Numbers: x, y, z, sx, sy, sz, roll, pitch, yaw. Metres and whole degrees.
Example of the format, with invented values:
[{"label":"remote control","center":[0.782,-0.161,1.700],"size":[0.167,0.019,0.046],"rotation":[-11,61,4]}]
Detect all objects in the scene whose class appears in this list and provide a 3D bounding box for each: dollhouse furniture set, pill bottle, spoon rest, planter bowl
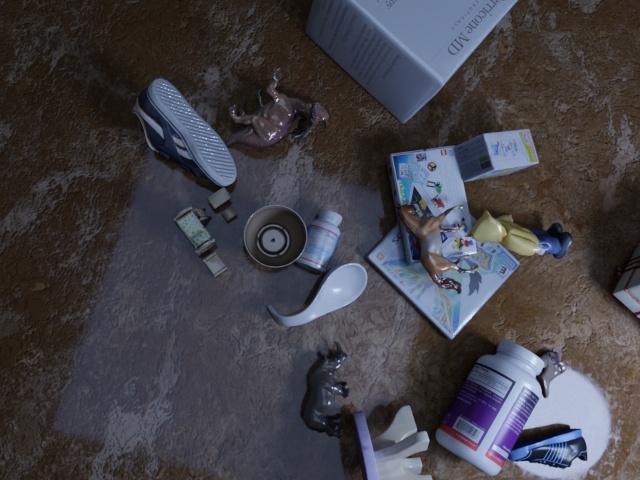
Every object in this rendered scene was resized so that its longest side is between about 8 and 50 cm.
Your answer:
[{"label":"dollhouse furniture set","center":[-0.265,-0.025,1.563],"size":[0.161,0.101,0.181],"rotation":[-36,89,-10]},{"label":"pill bottle","center":[0.000,0.000,1.604],"size":[0.087,0.087,0.160],"rotation":[23,80,-5]},{"label":"spoon rest","center":[0.002,0.150,1.578],"size":[0.277,0.084,0.137],"rotation":[-27,131,-6]},{"label":"planter bowl","center":[-0.121,-0.006,1.577],"size":[0.162,0.109,0.161],"rotation":[1,84,-8]},{"label":"pill bottle","center":[0.452,0.430,1.566],"size":[0.182,0.181,0.322],"rotation":[34,80,-3]}]

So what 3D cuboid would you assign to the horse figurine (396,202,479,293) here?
[{"label":"horse figurine","center":[0.311,0.015,1.566],"size":[0.175,0.066,0.263],"rotation":[-9,82,-15]}]

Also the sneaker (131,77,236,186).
[{"label":"sneaker","center":[-0.358,-0.262,1.575],"size":[0.128,0.126,0.321],"rotation":[-29,105,32]}]

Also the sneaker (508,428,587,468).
[{"label":"sneaker","center":[0.617,0.578,1.621],"size":[0.233,0.081,0.090],"rotation":[-11,77,-10]}]

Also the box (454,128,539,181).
[{"label":"box","center":[0.487,-0.236,1.651],"size":[0.203,0.114,0.103],"rotation":[-12,85,-35]}]

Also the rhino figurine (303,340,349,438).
[{"label":"rhino figurine","center":[0.020,0.385,1.568],"size":[0.107,0.073,0.243],"rotation":[12,80,-9]}]

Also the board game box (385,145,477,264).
[{"label":"board game box","center":[0.303,-0.097,1.640],"size":[0.193,0.053,0.305],"rotation":[-8,84,-9]}]

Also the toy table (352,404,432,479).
[{"label":"toy table","center":[0.182,0.552,1.495],"size":[0.161,0.252,0.274],"rotation":[-10,63,-4]}]

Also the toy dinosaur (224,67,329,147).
[{"label":"toy dinosaur","center":[-0.122,-0.317,1.614],"size":[0.296,0.127,0.200],"rotation":[-40,97,-5]}]

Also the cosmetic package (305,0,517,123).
[{"label":"cosmetic package","center":[0.223,-0.594,1.587],"size":[0.394,0.327,0.329],"rotation":[42,79,-2]}]

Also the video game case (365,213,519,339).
[{"label":"video game case","center":[0.343,0.056,1.670],"size":[0.329,0.036,0.300],"rotation":[45,80,-1]}]

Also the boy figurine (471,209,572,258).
[{"label":"boy figurine","center":[0.539,-0.023,1.647],"size":[0.285,0.177,0.092],"rotation":[12,120,-19]}]

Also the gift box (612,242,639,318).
[{"label":"gift box","center":[1.006,0.114,1.651],"size":[0.255,0.258,0.276],"rotation":[47,60,2]}]

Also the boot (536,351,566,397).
[{"label":"boot","center":[0.646,0.371,1.671],"size":[0.087,0.042,0.118],"rotation":[-14,85,-11]}]
